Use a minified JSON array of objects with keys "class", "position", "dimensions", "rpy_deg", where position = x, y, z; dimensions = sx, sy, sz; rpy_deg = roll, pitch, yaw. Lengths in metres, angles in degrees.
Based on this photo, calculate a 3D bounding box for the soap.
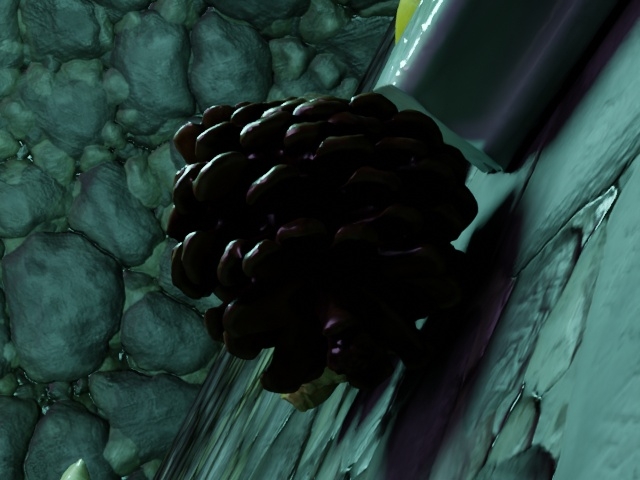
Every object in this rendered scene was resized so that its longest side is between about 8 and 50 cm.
[{"class":"soap","position":[0.130,-0.172,0.907],"dimensions":[0.289,0.095,0.173],"rpy_deg":[-59,5,37]}]

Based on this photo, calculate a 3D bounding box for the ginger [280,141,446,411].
[{"class":"ginger","position":[0.052,-0.013,1.061],"dimensions":[0.299,0.065,0.118],"rpy_deg":[-61,8,-30]}]

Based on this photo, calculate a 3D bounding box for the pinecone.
[{"class":"pinecone","position":[-0.001,-0.002,0.864],"dimensions":[0.185,0.168,0.212],"rpy_deg":[-19,21,9]}]

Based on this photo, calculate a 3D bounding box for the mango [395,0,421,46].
[{"class":"mango","position":[0.118,-0.201,1.259],"dimensions":[0.195,0.098,0.137],"rpy_deg":[110,-178,-61]}]

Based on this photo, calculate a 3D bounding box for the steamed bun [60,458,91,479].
[{"class":"steamed bun","position":[-0.231,0.359,1.336],"dimensions":[0.247,0.189,0.428],"rpy_deg":[-52,7,22]}]
